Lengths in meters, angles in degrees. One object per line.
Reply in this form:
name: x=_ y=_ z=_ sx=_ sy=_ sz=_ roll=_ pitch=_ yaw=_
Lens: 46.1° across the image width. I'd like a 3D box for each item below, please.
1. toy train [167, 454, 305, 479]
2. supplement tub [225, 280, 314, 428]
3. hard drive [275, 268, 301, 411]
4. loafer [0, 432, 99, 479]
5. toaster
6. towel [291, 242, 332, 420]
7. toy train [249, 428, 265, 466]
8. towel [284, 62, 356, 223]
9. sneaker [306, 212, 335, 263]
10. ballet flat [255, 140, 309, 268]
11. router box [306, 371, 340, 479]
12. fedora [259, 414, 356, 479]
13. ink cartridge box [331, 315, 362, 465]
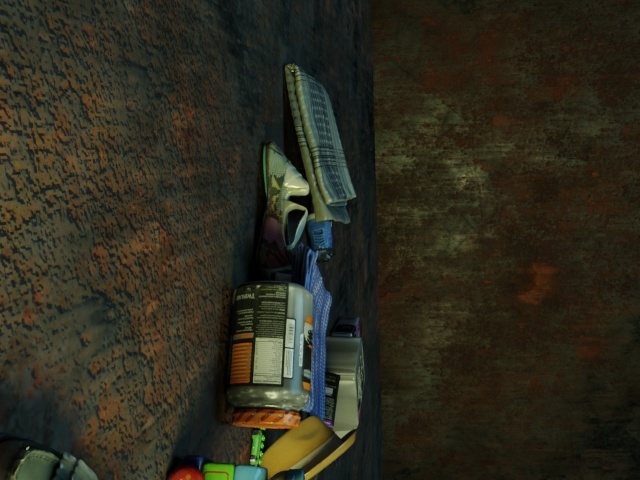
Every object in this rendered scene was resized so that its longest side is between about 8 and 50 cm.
toy train: x=-0.092 y=0.359 z=0.795 sx=0.105 sy=0.144 sz=0.247 roll=68 pitch=23 yaw=-65
supplement tub: x=-0.069 y=0.159 z=1.034 sx=0.117 sy=0.117 sz=0.190 roll=62 pitch=29 yaw=-70
hard drive: x=-0.044 y=0.181 z=1.373 sx=0.172 sy=0.054 sz=0.254 roll=2 pitch=87 yaw=-81
loafer: x=-0.164 y=0.224 z=0.548 sx=0.267 sy=0.084 sz=0.096 roll=80 pitch=13 yaw=-44
toaster: x=0.036 y=0.309 z=1.681 sx=0.168 sy=0.110 sz=0.185 roll=-74 pitch=160 yaw=-63
towel: x=-0.009 y=0.165 z=1.254 sx=0.336 sy=0.040 sz=0.243 roll=70 pitch=21 yaw=-70
toy train: x=-0.097 y=0.307 z=1.162 sx=0.023 sy=0.017 sz=0.083 roll=61 pitch=28 yaw=-50
towel: x=0.009 y=-0.190 z=1.561 sx=0.312 sy=0.056 sz=0.324 roll=-13 pitch=91 yaw=-80
sneaker: x=0.001 y=0.000 z=1.648 sx=0.152 sy=0.058 sz=0.084 roll=84 pitch=0 yaw=-68
ballet flat: x=-0.059 y=-0.059 z=1.230 sx=0.077 sy=0.079 sz=0.221 roll=62 pitch=28 yaw=-68
router box: x=-0.005 y=0.365 z=1.477 sx=0.133 sy=0.046 sz=0.178 roll=-79 pitch=-177 yaw=-53
fedora: x=-0.035 y=0.337 z=1.189 sx=0.079 sy=0.194 sz=0.194 roll=54 pitch=5 yaw=10
ink cartridge box: x=0.073 y=0.406 z=2.058 sx=0.176 sy=0.069 sz=0.370 roll=-44 pitch=134 yaw=-77
